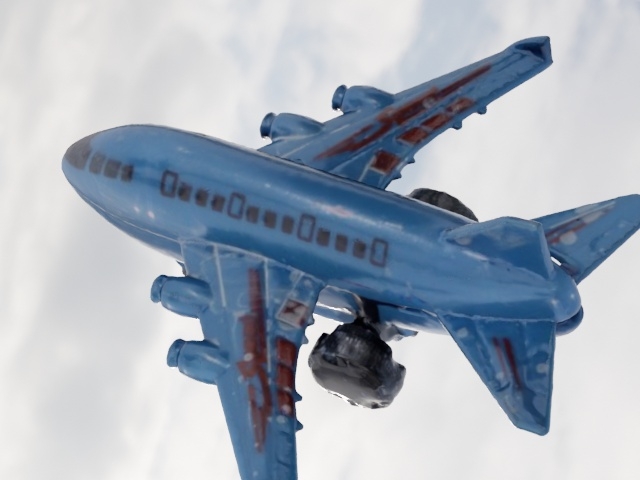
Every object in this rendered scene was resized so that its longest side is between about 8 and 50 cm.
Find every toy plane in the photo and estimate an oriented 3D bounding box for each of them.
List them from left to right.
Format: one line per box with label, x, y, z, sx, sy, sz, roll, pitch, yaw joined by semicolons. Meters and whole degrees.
toy plane;0.000;0.000;0.713;0.271;0.105;0.254;11;-125;34
